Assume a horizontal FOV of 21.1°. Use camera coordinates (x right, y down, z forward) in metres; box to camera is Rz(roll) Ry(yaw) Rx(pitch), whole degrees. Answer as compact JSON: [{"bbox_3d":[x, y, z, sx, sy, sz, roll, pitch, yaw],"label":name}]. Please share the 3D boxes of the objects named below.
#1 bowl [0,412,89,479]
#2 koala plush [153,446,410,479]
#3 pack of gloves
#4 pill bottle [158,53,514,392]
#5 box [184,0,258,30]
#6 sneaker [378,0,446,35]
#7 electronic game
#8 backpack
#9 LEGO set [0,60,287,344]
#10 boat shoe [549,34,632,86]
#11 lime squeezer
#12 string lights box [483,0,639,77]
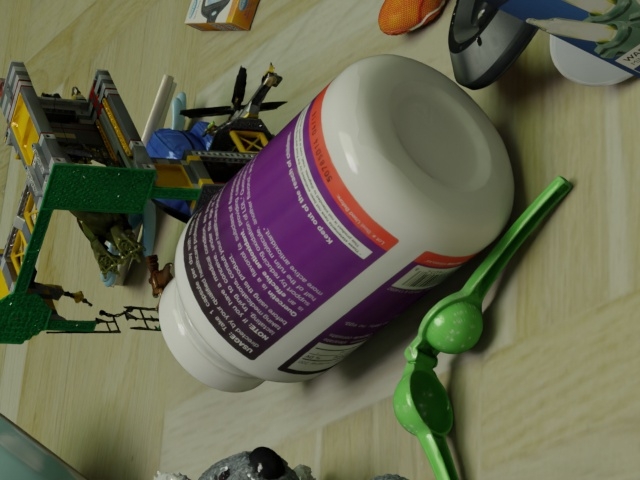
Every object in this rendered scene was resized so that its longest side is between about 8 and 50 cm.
[{"bbox_3d":[-0.333,0.272,1.746,0.163,0.311,0.311,-54,29,-11],"label":"bowl"},{"bbox_3d":[-0.045,0.248,1.370,0.221,0.196,0.203,-135,46,-54],"label":"koala plush"},{"bbox_3d":[-0.175,-0.053,1.853,0.195,0.046,0.232,29,-100,-87],"label":"pack of gloves"},{"bbox_3d":[0.000,0.000,1.443,0.323,0.181,0.181,-40,41,39],"label":"pill bottle"},{"bbox_3d":[-0.109,-0.277,1.936,0.136,0.028,0.081,11,82,57],"label":"box"},{"bbox_3d":[0.099,-0.256,1.552,0.175,0.067,0.064,-50,37,33],"label":"sneaker"},{"bbox_3d":[0.168,-0.228,1.401,0.229,0.048,0.229,-61,13,24],"label":"electronic game"},{"bbox_3d":[-0.124,-0.069,1.743,0.101,0.120,0.098,-65,30,8],"label":"backpack"},{"bbox_3d":[-0.185,-0.041,1.613,0.192,0.331,0.255,-120,34,-45],"label":"LEGO set"},{"bbox_3d":[0.259,-0.229,1.279,0.258,0.095,0.084,-56,3,30],"label":"boat shoe"},{"bbox_3d":[0.110,0.093,1.339,0.110,0.059,0.310,-1,71,58],"label":"lime squeezer"},{"bbox_3d":[0.210,-0.189,1.145,0.133,0.259,0.077,-34,45,45],"label":"string lights box"}]
